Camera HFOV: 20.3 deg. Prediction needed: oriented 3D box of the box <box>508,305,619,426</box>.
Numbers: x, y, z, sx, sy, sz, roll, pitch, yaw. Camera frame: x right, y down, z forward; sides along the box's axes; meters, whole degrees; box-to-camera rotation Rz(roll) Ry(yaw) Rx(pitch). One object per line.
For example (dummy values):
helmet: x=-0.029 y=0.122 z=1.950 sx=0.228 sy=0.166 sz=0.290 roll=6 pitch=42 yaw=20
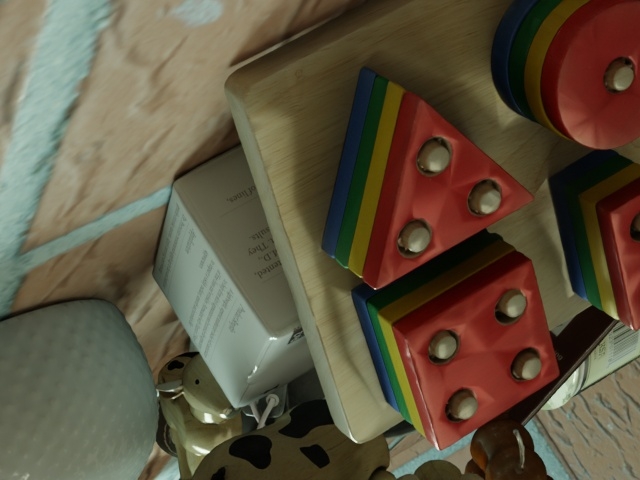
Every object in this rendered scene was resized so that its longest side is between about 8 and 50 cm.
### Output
box: x=0.148 y=0.051 z=1.484 sx=0.167 sy=0.168 sz=0.203 roll=-48 pitch=172 yaw=-3

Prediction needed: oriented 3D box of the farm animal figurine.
farm animal figurine: x=-0.006 y=0.147 z=1.279 sx=0.330 sy=0.172 sz=0.327 roll=1 pitch=-161 yaw=21

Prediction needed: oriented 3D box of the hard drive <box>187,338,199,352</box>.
hard drive: x=-0.008 y=0.021 z=1.422 sx=0.203 sy=0.040 sz=0.307 roll=-30 pitch=168 yaw=-14

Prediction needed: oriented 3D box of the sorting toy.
sorting toy: x=0.106 y=-0.028 z=1.029 sx=0.257 sy=0.089 sz=0.255 roll=-29 pitch=125 yaw=-18

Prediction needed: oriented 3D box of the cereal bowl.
cereal bowl: x=-0.250 y=0.188 z=1.228 sx=0.339 sy=0.141 sz=0.339 roll=-31 pitch=169 yaw=-7

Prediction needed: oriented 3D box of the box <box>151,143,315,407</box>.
box: x=0.000 y=0.000 z=1.163 sx=0.182 sy=0.119 sz=0.181 roll=-29 pitch=168 yaw=-18

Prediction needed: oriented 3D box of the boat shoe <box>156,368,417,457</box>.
boat shoe: x=0.013 y=0.135 z=1.609 sx=0.335 sy=0.112 sz=0.095 roll=-14 pitch=-157 yaw=-10

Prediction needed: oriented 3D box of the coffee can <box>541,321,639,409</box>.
coffee can: x=0.299 y=0.027 z=1.869 sx=0.275 sy=0.201 sz=0.201 roll=-26 pitch=167 yaw=-27
